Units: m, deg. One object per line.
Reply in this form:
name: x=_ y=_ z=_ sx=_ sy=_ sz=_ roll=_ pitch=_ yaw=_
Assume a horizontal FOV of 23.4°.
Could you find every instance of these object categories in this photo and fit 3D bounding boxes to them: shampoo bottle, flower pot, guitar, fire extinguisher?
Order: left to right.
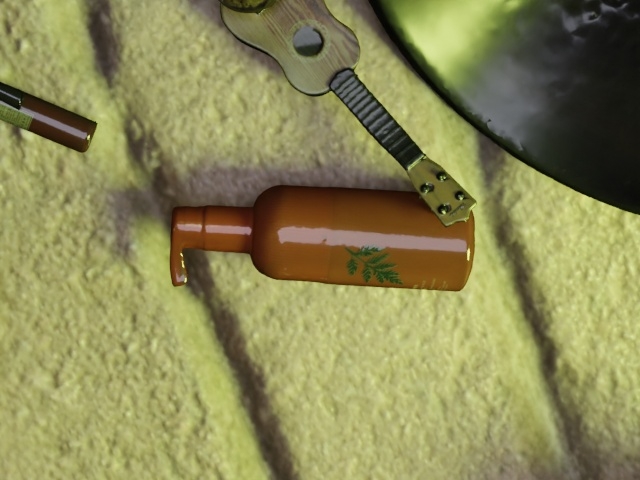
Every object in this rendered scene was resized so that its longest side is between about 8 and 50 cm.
fire extinguisher: x=-0.263 y=-0.117 z=1.233 sx=0.173 sy=0.049 sz=0.035 roll=22 pitch=101 yaw=-7
shampoo bottle: x=0.000 y=-0.002 z=1.255 sx=0.244 sy=0.085 sz=0.085 roll=1 pitch=96 yaw=-5
guitar: x=0.028 y=-0.116 z=1.236 sx=0.084 sy=0.038 sz=0.271 roll=-41 pitch=84 yaw=1
flower pot: x=0.230 y=-0.224 z=1.153 sx=0.379 sy=0.379 sz=0.251 roll=39 pitch=73 yaw=-9

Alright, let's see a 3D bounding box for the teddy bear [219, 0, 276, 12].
teddy bear: x=-0.081 y=-0.254 z=1.200 sx=0.119 sy=0.078 sz=0.160 roll=-24 pitch=110 yaw=25
